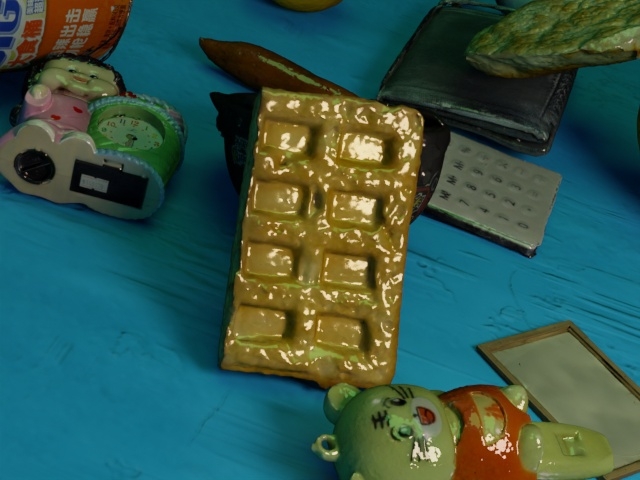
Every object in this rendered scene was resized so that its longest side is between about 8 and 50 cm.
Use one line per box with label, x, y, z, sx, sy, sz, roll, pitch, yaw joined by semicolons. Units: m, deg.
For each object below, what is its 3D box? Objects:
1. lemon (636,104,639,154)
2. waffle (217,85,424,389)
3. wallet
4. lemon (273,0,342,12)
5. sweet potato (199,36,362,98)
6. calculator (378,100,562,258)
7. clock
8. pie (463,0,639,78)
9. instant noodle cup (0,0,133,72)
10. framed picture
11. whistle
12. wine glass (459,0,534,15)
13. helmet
lemon;0.551;-0.129;1.603;0.336;0.336;0.336;11;34;-8
waffle;0.000;0.000;1.249;0.168;0.274;0.057;7;1;-14
wallet;0.226;-0.226;1.815;0.237;0.075;0.342;16;36;11
lemon;-0.017;-0.411;1.875;0.178;0.178;0.203;5;34;-16
sweet potato;-0.036;-0.198;1.677;0.264;0.057;0.057;26;35;6
calculator;0.154;-0.079;1.594;0.261;0.021;0.161;23;43;5
clock;-0.241;-0.120;1.441;0.194;0.100;0.195;15;36;-9
pie;0.323;-0.264;1.683;0.274;0.105;0.257;-9;17;20
instant noodle cup;-0.358;-0.316;1.526;0.214;0.296;0.296;-4;38;-41
framed picture;0.268;0.158;1.341;0.136;0.010;0.201;-12;43;-34
whistle;0.127;0.182;1.160;0.288;0.106;0.131;3;43;-19
wine glass;0.321;-0.365;2.028;0.222;0.103;0.103;26;35;12
helmet;0.002;-0.075;1.420;0.279;0.160;0.230;12;13;41
